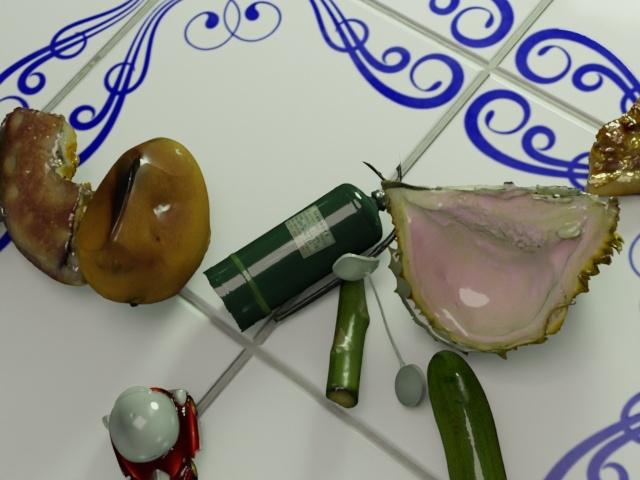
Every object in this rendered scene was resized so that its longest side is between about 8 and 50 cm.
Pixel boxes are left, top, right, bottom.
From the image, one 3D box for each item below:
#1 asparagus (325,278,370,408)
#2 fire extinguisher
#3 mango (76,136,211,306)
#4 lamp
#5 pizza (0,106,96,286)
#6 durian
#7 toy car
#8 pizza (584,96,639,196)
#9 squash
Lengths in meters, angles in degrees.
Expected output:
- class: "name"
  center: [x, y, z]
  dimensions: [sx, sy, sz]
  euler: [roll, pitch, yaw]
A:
- class: "asparagus"
  center: [0.034, 0.121, 1.456]
  dimensions: [0.045, 0.041, 0.178]
  euler: [21, 49, -14]
- class: "fire extinguisher"
  center: [0.000, 0.000, 1.498]
  dimensions: [0.294, 0.093, 0.118]
  euler: [-33, 75, -6]
- class: "mango"
  center: [-0.218, -0.025, 1.520]
  dimensions: [0.136, 0.166, 0.236]
  euler: [-12, 53, 41]
- class: "lamp"
  center: [0.072, 0.108, 1.431]
  dimensions: [0.050, 0.056, 0.198]
  euler: [-43, 57, 40]
- class: "pizza"
  center: [-0.363, -0.061, 1.611]
  dimensions: [0.161, 0.085, 0.305]
  euler: [-38, 57, 17]
- class: "durian"
  center: [0.202, 0.040, 1.404]
  dimensions: [0.305, 0.185, 0.196]
  euler: [6, 82, 24]
- class: "toy car"
  center: [-0.202, 0.230, 1.406]
  dimensions: [0.112, 0.112, 0.139]
  euler: [-19, 60, 1]
- class: "pizza"
  center: [0.425, -0.139, 1.493]
  dimensions: [0.246, 0.058, 0.127]
  euler: [-31, 60, -8]
- class: "squash"
  center: [0.171, 0.236, 1.347]
  dimensions: [0.069, 0.069, 0.258]
  euler: [-15, 61, 5]
